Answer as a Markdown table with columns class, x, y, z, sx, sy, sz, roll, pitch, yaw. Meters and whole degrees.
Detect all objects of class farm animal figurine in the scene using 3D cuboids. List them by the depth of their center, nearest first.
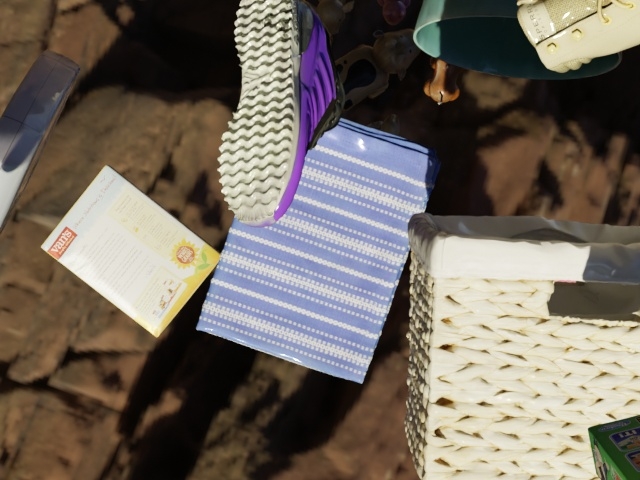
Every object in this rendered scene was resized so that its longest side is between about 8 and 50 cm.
| class | x | y | z | sx | sy | sz | roll | pitch | yaw |
| --- | --- | --- | --- | --- | --- | --- | --- | --- | --- |
| farm animal figurine | 0.067 | -0.302 | 2.075 | 0.326 | 0.330 | 0.172 | -49 | -178 | 2 |

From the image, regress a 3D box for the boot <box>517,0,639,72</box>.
| class | x | y | z | sx | sy | sz | roll | pitch | yaw |
| --- | --- | --- | --- | --- | --- | --- | --- | --- | --- |
| boot | 0.280 | -0.241 | 1.204 | 0.262 | 0.204 | 0.095 | 20 | 54 | -69 |

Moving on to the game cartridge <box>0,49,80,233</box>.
| class | x | y | z | sx | sy | sz | roll | pitch | yaw |
| --- | --- | --- | --- | --- | --- | --- | --- | --- | --- |
| game cartridge | -0.352 | -0.099 | 1.485 | 0.198 | 0.062 | 0.297 | -54 | -165 | 27 |

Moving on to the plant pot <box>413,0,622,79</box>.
| class | x | y | z | sx | sy | sz | roll | pitch | yaw |
| --- | --- | --- | --- | --- | --- | --- | --- | --- | --- |
| plant pot | 0.294 | -0.382 | 1.838 | 0.293 | 0.293 | 0.235 | 31 | 67 | -71 |

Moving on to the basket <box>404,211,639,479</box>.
| class | x | y | z | sx | sy | sz | roll | pitch | yaw |
| --- | --- | --- | --- | --- | --- | --- | --- | --- | --- |
| basket | 0.257 | 0.114 | 1.369 | 0.331 | 0.329 | 0.266 | -96 | -171 | -87 |

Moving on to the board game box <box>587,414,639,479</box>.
| class | x | y | z | sx | sy | sz | roll | pitch | yaw |
| --- | --- | --- | --- | --- | --- | --- | --- | --- | --- |
| board game box | 0.376 | 0.148 | 0.948 | 0.213 | 0.317 | 0.046 | -99 | 174 | -83 |

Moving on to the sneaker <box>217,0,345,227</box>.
| class | x | y | z | sx | sy | sz | roll | pitch | yaw |
| --- | --- | --- | --- | --- | --- | --- | --- | --- | --- |
| sneaker | -0.027 | -0.143 | 1.484 | 0.146 | 0.102 | 0.293 | 29 | 60 | -49 |

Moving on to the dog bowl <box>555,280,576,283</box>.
| class | x | y | z | sx | sy | sz | roll | pitch | yaw |
| --- | --- | --- | --- | --- | --- | --- | --- | --- | --- |
| dog bowl | 0.414 | 0.167 | 2.008 | 0.150 | 0.408 | 0.407 | 85 | 27 | -66 |

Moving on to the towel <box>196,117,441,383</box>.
| class | x | y | z | sx | sy | sz | roll | pitch | yaw |
| --- | --- | --- | --- | --- | --- | --- | --- | --- | --- |
| towel | 0.000 | 0.000 | 1.739 | 0.040 | 0.243 | 0.335 | 112 | -3 | -87 |

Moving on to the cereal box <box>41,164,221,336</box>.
| class | x | y | z | sx | sy | sz | roll | pitch | yaw |
| --- | --- | --- | --- | --- | --- | --- | --- | --- | --- |
| cereal box | -0.303 | 0.016 | 2.088 | 0.173 | 0.240 | 0.047 | -51 | -175 | 1 |
